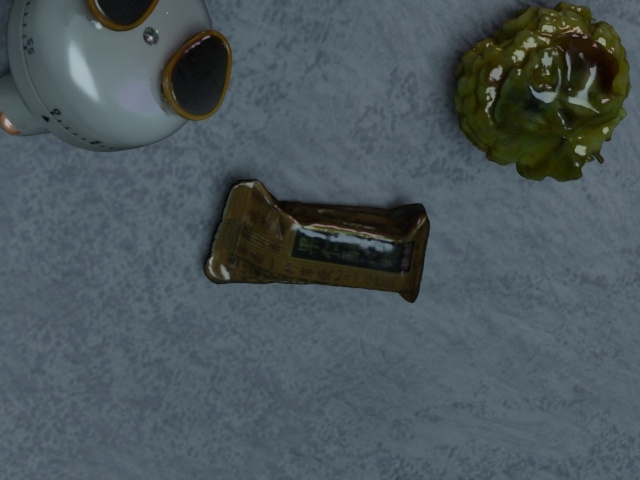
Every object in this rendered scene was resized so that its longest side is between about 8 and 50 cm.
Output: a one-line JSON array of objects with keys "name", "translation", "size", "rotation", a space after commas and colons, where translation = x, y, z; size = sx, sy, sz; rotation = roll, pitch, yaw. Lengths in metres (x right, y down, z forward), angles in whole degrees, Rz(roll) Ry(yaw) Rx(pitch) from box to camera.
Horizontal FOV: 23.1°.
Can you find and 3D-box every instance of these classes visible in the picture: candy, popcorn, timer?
[{"name": "candy", "translation": [0.000, 0.000, 1.893], "size": [0.271, 0.101, 0.143], "rotation": [6, 112, -14]}, {"name": "popcorn", "translation": [0.269, -0.178, 1.882], "size": [0.218, 0.169, 0.189], "rotation": [-32, 110, 5]}, {"name": "timer", "translation": [-0.239, -0.208, 1.706], "size": [0.233, 0.240, 0.233], "rotation": [3, 85, -41]}]
